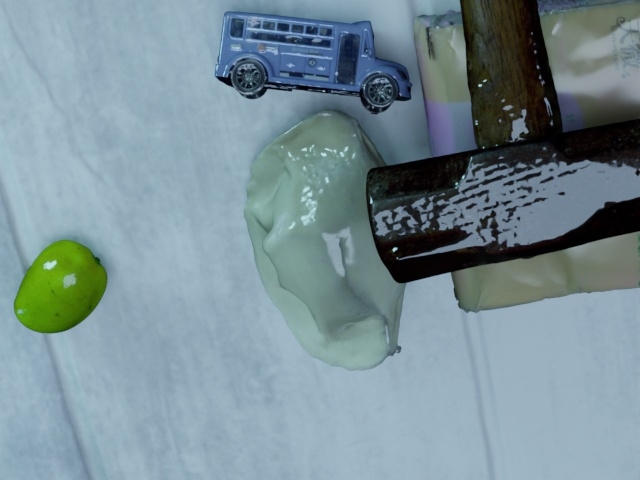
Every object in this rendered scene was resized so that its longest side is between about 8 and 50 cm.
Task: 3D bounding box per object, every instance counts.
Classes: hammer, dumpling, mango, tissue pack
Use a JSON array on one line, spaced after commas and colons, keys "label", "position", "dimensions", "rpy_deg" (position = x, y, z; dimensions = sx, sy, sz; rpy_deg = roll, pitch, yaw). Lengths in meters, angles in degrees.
[{"label": "hammer", "position": [0.133, -0.183, 1.096], "dimensions": [0.242, 0.095, 0.409], "rpy_deg": [-9, 98, 11]}, {"label": "dumpling", "position": [-0.001, -0.004, 1.272], "dimensions": [0.166, 0.126, 0.216], "rpy_deg": [-1, 131, 31]}, {"label": "mango", "position": [-0.245, 0.047, 1.328], "dimensions": [0.108, 0.056, 0.073], "rpy_deg": [-37, 105, 30]}, {"label": "tissue pack", "position": [0.202, -0.081, 1.219], "dimensions": [0.215, 0.123, 0.257], "rpy_deg": [-8, 106, 7]}]

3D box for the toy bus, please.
[{"label": "toy bus", "position": [-0.003, -0.153, 1.215], "dimensions": [0.167, 0.073, 0.076], "rpy_deg": [6, 92, -1]}]
